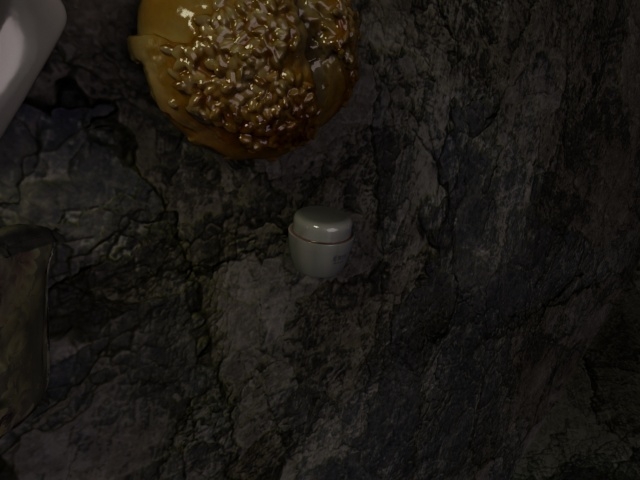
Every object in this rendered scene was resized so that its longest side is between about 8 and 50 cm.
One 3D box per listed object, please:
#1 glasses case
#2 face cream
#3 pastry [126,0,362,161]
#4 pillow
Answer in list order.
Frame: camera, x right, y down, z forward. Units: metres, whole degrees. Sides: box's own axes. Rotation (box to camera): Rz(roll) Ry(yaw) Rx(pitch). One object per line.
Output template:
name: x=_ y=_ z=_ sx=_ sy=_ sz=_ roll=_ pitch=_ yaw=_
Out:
glasses case: x=-0.341 y=-0.189 z=0.437 sx=0.074 sy=0.049 sz=0.194 roll=30 pitch=85 yaw=-41
face cream: x=0.000 y=0.000 z=0.734 sx=0.117 sy=0.117 sz=0.104 roll=-11 pitch=119 yaw=-37
pastry: x=-0.072 y=-0.250 z=0.550 sx=0.315 sy=0.184 sz=0.285 roll=-31 pitch=121 yaw=-28
pillow: x=-0.355 y=0.107 z=0.468 sx=0.059 sy=0.169 sz=0.255 roll=8 pitch=101 yaw=-10
